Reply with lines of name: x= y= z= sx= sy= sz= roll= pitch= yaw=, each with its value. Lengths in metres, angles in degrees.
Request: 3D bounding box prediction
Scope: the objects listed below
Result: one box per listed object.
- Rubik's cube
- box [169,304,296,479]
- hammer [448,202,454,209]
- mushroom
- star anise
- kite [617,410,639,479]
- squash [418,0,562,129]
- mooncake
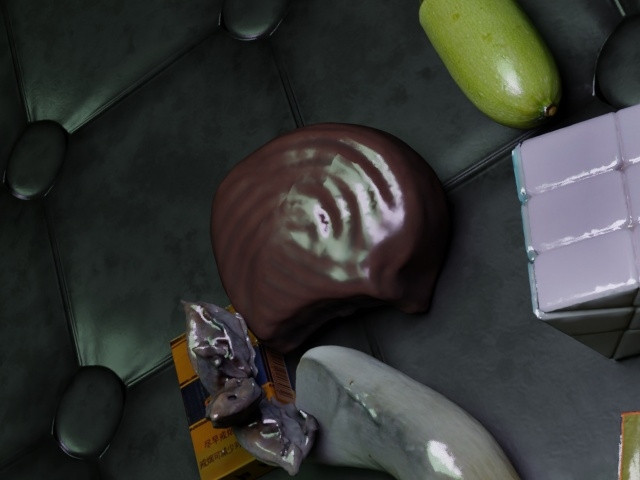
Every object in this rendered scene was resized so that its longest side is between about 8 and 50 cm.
Rubik's cube: x=0.377 y=-0.012 z=1.681 sx=0.221 sy=0.231 sz=0.224 roll=-19 pitch=63 yaw=30
box: x=-0.117 y=0.217 z=2.059 sx=0.152 sy=0.070 sz=0.237 roll=-32 pitch=55 yaw=23
hammer: x=0.103 y=-0.035 z=2.026 sx=0.178 sy=0.021 sz=0.065 roll=-15 pitch=71 yaw=30
mushroom: x=0.127 y=0.270 z=1.823 sx=0.397 sy=0.126 sz=0.177 roll=24 pitch=112 yaw=41
star anise: x=-0.095 y=0.199 z=1.889 sx=0.111 sy=0.198 sz=0.257 roll=-37 pitch=33 yaw=1
kite: x=0.445 y=0.303 z=1.596 sx=0.327 sy=0.013 sz=0.377 roll=-52 pitch=42 yaw=24
squash: x=0.235 y=-0.241 z=1.939 sx=0.132 sy=0.132 sz=0.247 roll=-38 pitch=54 yaw=19
mooncake: x=0.000 y=0.000 z=1.974 sx=0.326 sy=0.174 sz=0.333 roll=18 pitch=93 yaw=30
